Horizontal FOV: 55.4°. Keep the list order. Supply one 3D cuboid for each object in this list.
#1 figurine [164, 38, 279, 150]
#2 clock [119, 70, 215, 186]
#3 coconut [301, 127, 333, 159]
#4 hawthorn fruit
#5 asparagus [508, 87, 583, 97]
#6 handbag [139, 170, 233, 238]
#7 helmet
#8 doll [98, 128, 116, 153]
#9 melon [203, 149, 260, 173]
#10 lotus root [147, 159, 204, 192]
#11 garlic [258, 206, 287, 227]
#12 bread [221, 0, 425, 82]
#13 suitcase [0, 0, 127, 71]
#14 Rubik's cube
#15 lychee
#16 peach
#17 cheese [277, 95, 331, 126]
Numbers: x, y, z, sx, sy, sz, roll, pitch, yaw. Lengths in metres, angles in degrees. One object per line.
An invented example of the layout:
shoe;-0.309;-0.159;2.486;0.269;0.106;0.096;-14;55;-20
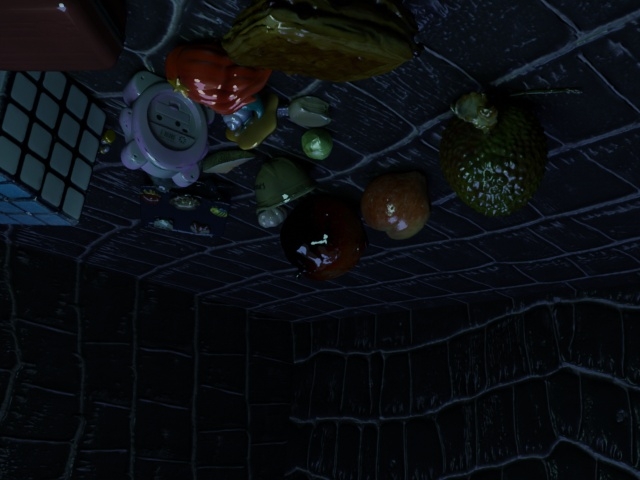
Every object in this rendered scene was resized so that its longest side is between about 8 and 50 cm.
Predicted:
figurine;-0.204;-0.343;1.370;0.208;0.181;0.257;40;-179;35
clock;-0.373;-0.267;1.479;0.227;0.248;0.090;19;154;-35
coconut;-0.009;-0.263;1.662;0.087;0.088;0.096;4;166;2
hawthorn fruit;0.008;-0.015;2.081;0.315;0.316;0.316;4;161;1
asparagus;0.520;-0.343;1.410;0.162;0.016;0.016;-1;134;14
handbag;-0.467;-0.123;2.118;0.303;0.122;0.329;9;159;-11
helmet;-0.130;-0.179;1.852;0.204;0.137;0.257;-30;-173;-28
doll;-0.719;-0.276;1.765;0.316;0.103;0.145;-14;150;30
melon;-0.268;-0.240;1.836;0.098;0.054;0.182;14;160;-41
lotus root;-0.418;-0.237;1.726;0.175;0.175;0.349;10;164;-14
garlic;-0.172;-0.088;2.214;0.113;0.074;0.094;-31;143;-19
bread;0.004;-0.399;1.116;0.324;0.167;0.277;1;-176;-29
suitcase;-0.542;-0.438;1.156;0.297;0.161;0.236;3;161;7
Rubik's cube;-0.786;-0.247;1.487;0.344;0.344;0.337;-2;159;17
lychee;0.410;-0.205;1.460;0.269;0.270;0.320;4;123;1
peach;0.245;-0.120;1.887;0.232;0.233;0.232;4;161;1
cheese;-0.055;-0.328;1.535;0.171;0.048;0.092;10;159;-15
